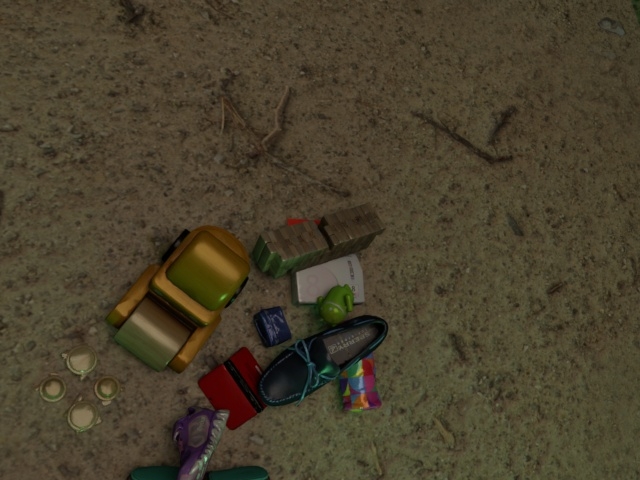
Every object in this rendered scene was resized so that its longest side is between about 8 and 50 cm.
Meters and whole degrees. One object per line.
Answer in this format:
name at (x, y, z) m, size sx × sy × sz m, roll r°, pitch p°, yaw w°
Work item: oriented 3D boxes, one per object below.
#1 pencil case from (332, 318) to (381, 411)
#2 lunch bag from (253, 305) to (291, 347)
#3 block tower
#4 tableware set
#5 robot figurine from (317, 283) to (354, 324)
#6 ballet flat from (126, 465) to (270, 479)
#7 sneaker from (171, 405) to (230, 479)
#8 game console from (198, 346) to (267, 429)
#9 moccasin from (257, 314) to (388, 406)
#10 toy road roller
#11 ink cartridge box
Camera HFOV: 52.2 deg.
pencil case at (0.093, 0.306, 1.630) m, size 0.105 × 0.104 × 0.236 m, roll 1°, pitch 76°, yaw -24°
lunch bag at (-0.122, 0.206, 1.577) m, size 0.065 × 0.067 × 0.098 m, roll -19°, pitch 82°, yaw -28°
block tower at (0.000, 0.000, 1.646) m, size 0.336 × 0.097 × 0.090 m, roll -18°, pitch 65°, yaw -31°
tableware set at (-0.510, 0.314, 1.395) m, size 0.168 × 0.020 × 0.141 m, roll 48°, pitch 60°, yaw -4°
robot figurine at (0.040, 0.158, 1.600) m, size 0.067 × 0.101 × 0.115 m, roll 61°, pitch 43°, yaw -28°
ballet flat at (-0.259, 0.549, 1.399) m, size 0.316 × 0.107 × 0.106 m, roll 8°, pitch 99°, yaw -20°
sneaker at (-0.272, 0.430, 1.386) m, size 0.105 × 0.236 × 0.095 m, roll 24°, pitch 109°, yaw -2°
game console at (-0.192, 0.345, 1.535) m, size 0.144 × 0.085 × 0.124 m, roll 56°, pitch 30°, yaw -1°
moccasin at (0.003, 0.261, 1.515) m, size 0.342 × 0.117 × 0.137 m, roll -33°, pitch 83°, yaw -16°
toy road roller at (-0.290, 0.111, 1.429) m, size 0.203 × 0.241 × 0.329 m, roll 39°, pitch 63°, yaw -9°
ink cartridge box at (0.013, 0.053, 1.694) m, size 0.189 × 0.066 × 0.232 m, roll 2°, pitch 78°, yaw -24°
